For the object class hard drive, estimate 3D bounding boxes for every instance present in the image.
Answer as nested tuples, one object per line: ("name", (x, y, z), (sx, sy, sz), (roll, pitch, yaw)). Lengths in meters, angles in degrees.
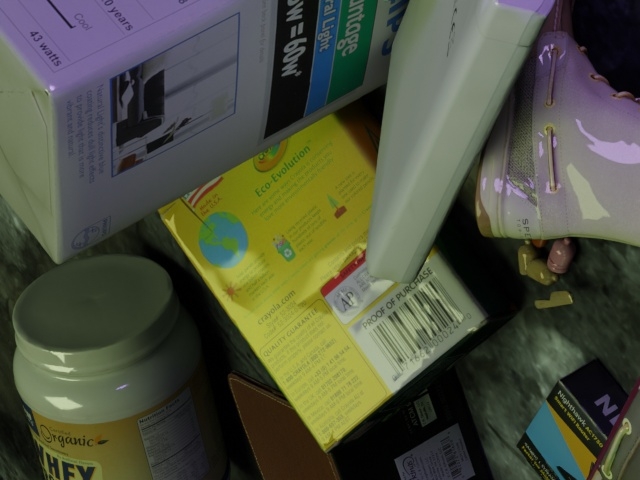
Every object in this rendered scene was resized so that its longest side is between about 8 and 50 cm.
("hard drive", (0.101, -0.152, 1.325), (0.353, 0.047, 0.233), (113, 168, -59))

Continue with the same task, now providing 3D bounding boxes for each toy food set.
("toy food set", (0.178, -0.007, 1.530), (0.078, 0.019, 0.122), (-14, 96, 64))

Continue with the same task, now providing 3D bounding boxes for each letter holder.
("letter holder", (0.052, 0.245, 1.874), (0.214, 0.152, 0.302), (15, 129, 60))

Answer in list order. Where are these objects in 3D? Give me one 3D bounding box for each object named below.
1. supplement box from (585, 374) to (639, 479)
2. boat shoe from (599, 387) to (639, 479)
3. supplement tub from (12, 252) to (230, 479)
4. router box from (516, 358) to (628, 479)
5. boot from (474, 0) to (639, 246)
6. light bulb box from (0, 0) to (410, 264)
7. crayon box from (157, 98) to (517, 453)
("supplement box", (0.273, 0.172, 1.411), (0.104, 0.081, 0.188), (46, 136, 30))
("boat shoe", (0.269, 0.067, 1.246), (0.091, 0.109, 0.305), (36, 123, 31))
("supplement tub", (-0.243, 0.196, 2.279), (0.228, 0.228, 0.316), (33, 143, 45))
("router box", (0.250, 0.204, 1.577), (0.179, 0.046, 0.133), (51, 152, 19))
("boot", (0.204, -0.095, 1.298), (0.165, 0.213, 0.077), (8, 167, 18))
("light bulb box", (-0.158, -0.240, 1.510), (0.358, 0.361, 0.225), (49, 154, 24))
("crayon box", (0.000, 0.000, 1.670), (0.202, 0.081, 0.318), (-41, 75, 23))
